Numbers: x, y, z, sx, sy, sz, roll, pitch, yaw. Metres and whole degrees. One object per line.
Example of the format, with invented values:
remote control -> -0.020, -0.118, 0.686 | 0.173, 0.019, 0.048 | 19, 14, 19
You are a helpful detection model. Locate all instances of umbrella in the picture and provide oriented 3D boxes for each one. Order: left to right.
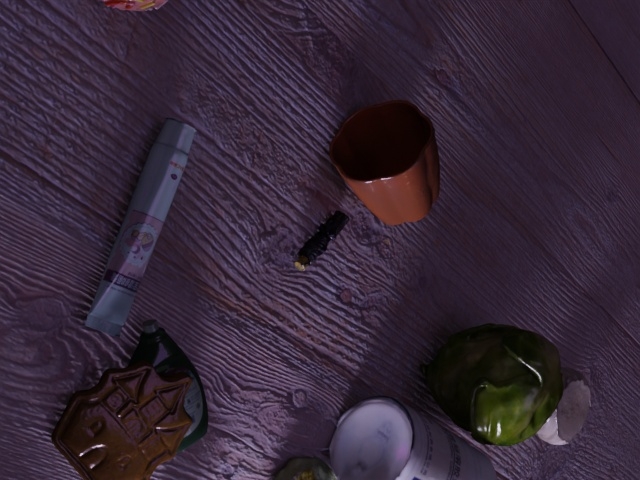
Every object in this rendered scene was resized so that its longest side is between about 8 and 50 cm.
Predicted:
umbrella -> 0.000, 0.000, 1.897 | 0.144, 0.040, 0.037 | -49, 122, -34

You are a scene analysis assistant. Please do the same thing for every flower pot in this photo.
flower pot -> 0.129, -0.128, 1.928 | 0.190, 0.190, 0.173 | -59, 146, -22

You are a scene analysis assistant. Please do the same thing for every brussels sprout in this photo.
brussels sprout -> 0.354, 0.281, 2.165 | 0.294, 0.259, 0.227 | -32, 119, -37

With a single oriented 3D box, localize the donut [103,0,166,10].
donut -> -0.243, -0.433, 1.526 | 0.199, 0.085, 0.233 | 23, 81, -48

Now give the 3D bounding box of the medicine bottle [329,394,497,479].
medicine bottle -> 0.186, 0.437, 2.063 | 0.332, 0.190, 0.190 | 36, 71, -44

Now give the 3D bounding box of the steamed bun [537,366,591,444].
steamed bun -> 0.547, 0.379, 2.507 | 0.183, 0.106, 0.183 | -7, 100, -43

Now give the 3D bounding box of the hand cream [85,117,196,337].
hand cream -> -0.268, -0.022, 1.600 | 0.085, 0.058, 0.331 | 34, 76, -62

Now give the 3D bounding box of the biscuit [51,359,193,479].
biscuit -> -0.276, 0.268, 1.592 | 0.215, 0.034, 0.182 | -39, 115, -15

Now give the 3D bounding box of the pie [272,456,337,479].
pie -> -0.033, 0.479, 1.944 | 0.187, 0.041, 0.187 | -9, 103, -47

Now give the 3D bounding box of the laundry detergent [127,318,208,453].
laundry detergent -> -0.247, 0.224, 1.654 | 0.137, 0.063, 0.211 | -26, 115, -35
